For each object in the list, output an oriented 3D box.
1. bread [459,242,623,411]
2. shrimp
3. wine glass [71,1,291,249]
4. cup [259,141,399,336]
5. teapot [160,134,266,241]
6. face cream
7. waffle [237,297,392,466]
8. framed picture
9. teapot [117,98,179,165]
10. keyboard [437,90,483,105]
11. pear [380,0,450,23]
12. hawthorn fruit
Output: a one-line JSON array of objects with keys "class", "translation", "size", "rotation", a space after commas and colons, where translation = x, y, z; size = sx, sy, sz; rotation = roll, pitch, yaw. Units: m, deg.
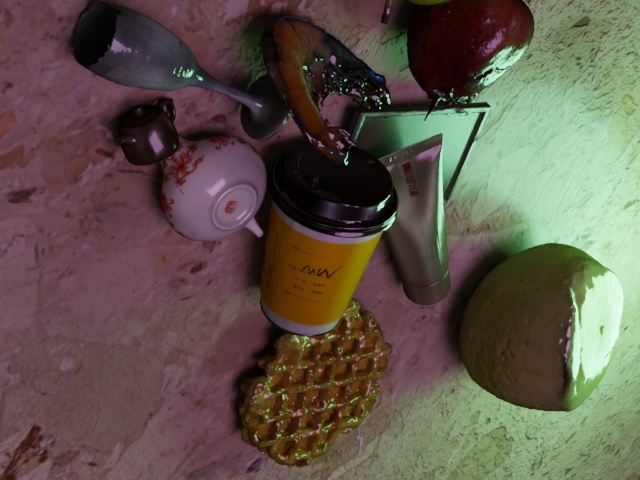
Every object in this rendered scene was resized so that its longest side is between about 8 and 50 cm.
[{"class": "bread", "translation": [0.405, 0.160, 2.358], "size": [0.320, 0.237, 0.320], "rotation": [-37, 142, -37]}, {"class": "shrimp", "translation": [0.024, -0.195, 1.788], "size": [0.054, 0.222, 0.290], "rotation": [-28, 155, 29]}, {"class": "wine glass", "translation": [-0.149, -0.149, 1.621], "size": [0.096, 0.264, 0.309], "rotation": [-38, 145, 28]}, {"class": "cup", "translation": [0.000, 0.000, 1.916], "size": [0.196, 0.196, 0.279], "rotation": [-15, 136, -34]}, {"class": "teapot", "translation": [-0.142, -0.065, 1.809], "size": [0.159, 0.116, 0.245], "rotation": [-53, 146, -14]}, {"class": "face cream", "translation": [0.153, -0.029, 2.082], "size": [0.137, 0.084, 0.341], "rotation": [-22, 138, -6]}, {"class": "waffle", "translation": [-0.010, 0.244, 2.168], "size": [0.302, 0.068, 0.325], "rotation": [-43, 137, -9]}, {"class": "framed picture", "translation": [0.134, -0.125, 2.041], "size": [0.281, 0.019, 0.209], "rotation": [-6, 131, -39]}, {"class": "teapot", "translation": [-0.225, -0.150, 1.689], "size": [0.121, 0.076, 0.068], "rotation": [-51, 136, -42]}, {"class": "keyboard", "translation": [0.208, -0.212, 2.064], "size": [0.166, 0.017, 0.055], "rotation": [-46, 139, -5]}, {"class": "pear", "translation": [0.135, -0.395, 1.764], "size": [0.180, 0.166, 0.216], "rotation": [33, 119, -18]}, {"class": "hawthorn fruit", "translation": [0.200, -0.284, 1.884], "size": [0.181, 0.181, 0.235], "rotation": [31, 92, -49]}]
